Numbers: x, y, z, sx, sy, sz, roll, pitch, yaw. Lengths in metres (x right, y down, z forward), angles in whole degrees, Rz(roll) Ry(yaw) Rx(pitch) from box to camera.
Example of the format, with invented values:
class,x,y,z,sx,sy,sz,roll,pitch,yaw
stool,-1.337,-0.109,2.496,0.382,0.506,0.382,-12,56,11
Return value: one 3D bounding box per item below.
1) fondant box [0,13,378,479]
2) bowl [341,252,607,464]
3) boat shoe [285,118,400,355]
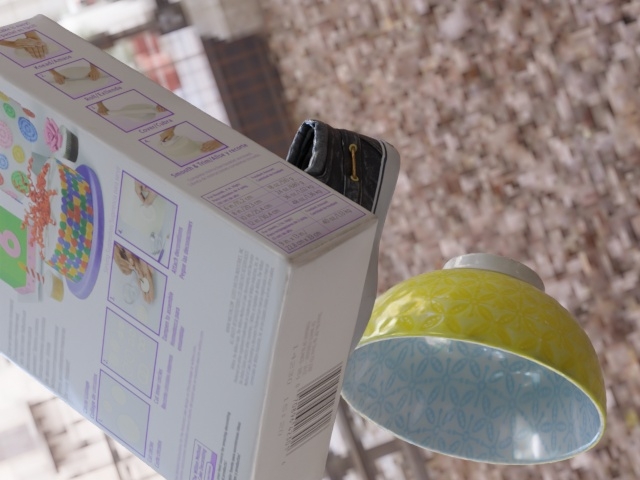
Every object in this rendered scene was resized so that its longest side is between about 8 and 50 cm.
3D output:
class,x,y,z,sx,sy,sz,roll,pitch,yaw
fondant box,-0.130,0.017,1.149,0.330,0.096,0.238,31,129,27
bowl,0.171,0.108,1.738,0.289,0.290,0.156,80,-157,-57
boat shoe,0.000,0.000,1.260,0.065,0.083,0.183,-7,69,58
